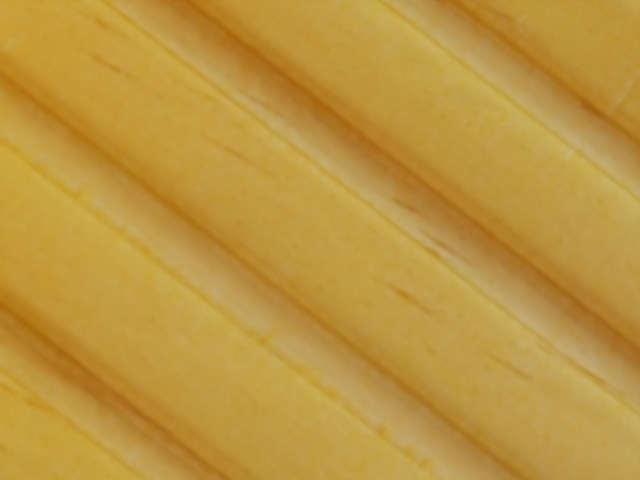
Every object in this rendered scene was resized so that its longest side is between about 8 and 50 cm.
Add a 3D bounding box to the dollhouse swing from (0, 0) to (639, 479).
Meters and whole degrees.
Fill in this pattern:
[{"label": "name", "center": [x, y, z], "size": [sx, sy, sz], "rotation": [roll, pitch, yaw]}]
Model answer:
[{"label": "dollhouse swing", "center": [0.000, 0.000, 0.317], "size": [0.305, 0.347, 0.315], "rotation": [35, -14, 16]}]
